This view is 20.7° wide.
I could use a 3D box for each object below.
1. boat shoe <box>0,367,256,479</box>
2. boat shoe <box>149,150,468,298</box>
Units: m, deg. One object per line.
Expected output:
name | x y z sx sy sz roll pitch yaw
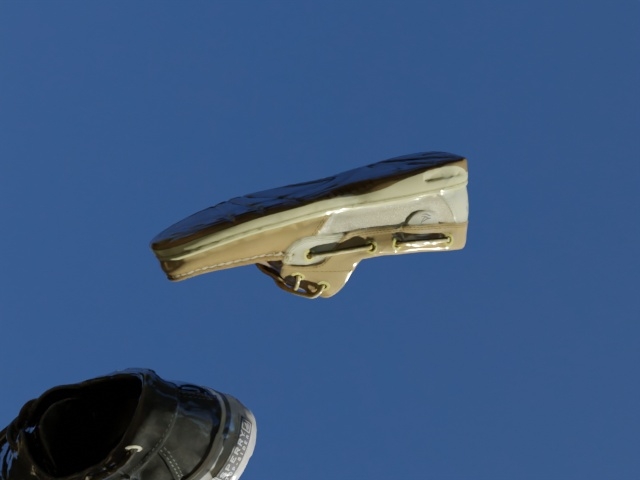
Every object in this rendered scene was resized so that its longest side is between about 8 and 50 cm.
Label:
boat shoe | -0.076 0.063 0.560 0.142 0.040 0.049 -17 -130 49
boat shoe | 0.000 0.000 0.699 0.050 0.135 0.045 -155 -128 -71
